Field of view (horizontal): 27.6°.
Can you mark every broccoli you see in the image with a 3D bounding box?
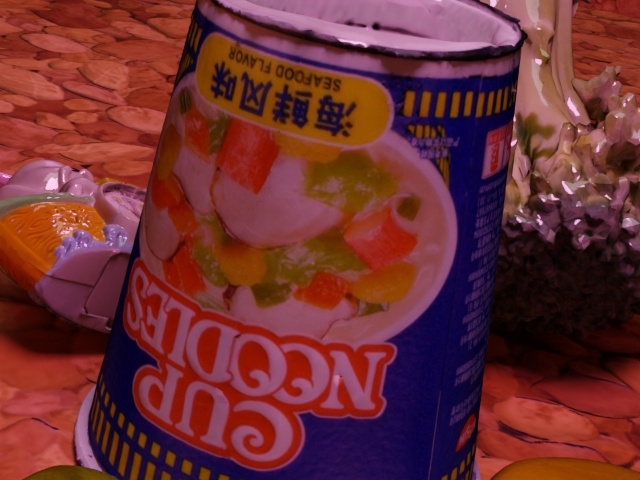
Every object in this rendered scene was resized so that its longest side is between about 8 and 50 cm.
[{"bbox_3d":[0.137,-0.060,1.034,0.338,0.317,0.277,-22,-12,1],"label":"broccoli"}]

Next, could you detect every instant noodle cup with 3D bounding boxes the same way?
[{"bbox_3d":[0.000,0.000,0.808,0.284,0.312,0.284,9,23,-4],"label":"instant noodle cup"}]

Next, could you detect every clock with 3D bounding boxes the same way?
[{"bbox_3d":[-0.157,0.004,0.979,0.231,0.103,0.144,19,22,-39],"label":"clock"}]

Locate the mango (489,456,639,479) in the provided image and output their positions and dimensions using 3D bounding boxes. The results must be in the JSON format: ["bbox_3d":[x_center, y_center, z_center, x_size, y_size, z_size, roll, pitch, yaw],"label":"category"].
[{"bbox_3d":[0.174,0.183,0.738,0.195,0.091,0.130,16,22,2],"label":"mango"}]

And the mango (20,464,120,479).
[{"bbox_3d":[-0.124,0.174,0.639,0.119,0.100,0.178,44,11,-10],"label":"mango"}]
